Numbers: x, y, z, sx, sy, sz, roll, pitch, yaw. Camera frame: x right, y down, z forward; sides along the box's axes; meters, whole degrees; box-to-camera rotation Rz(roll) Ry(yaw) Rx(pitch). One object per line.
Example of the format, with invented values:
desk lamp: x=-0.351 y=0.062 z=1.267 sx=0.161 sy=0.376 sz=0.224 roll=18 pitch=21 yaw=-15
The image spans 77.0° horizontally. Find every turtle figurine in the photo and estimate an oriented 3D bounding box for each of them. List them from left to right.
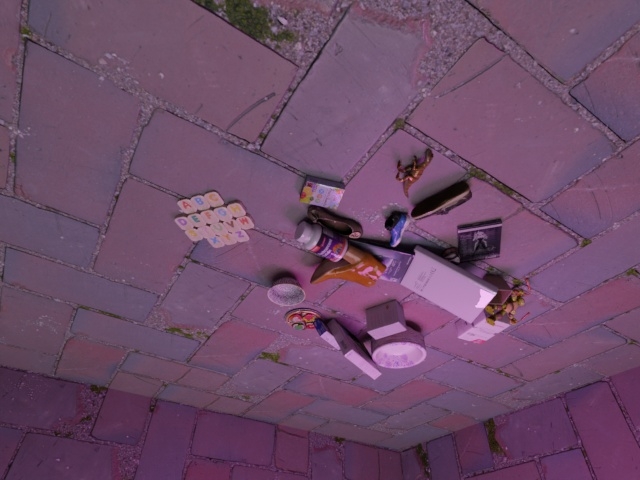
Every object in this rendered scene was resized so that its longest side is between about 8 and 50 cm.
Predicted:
turtle figurine: x=0.875 y=0.299 z=1.881 sx=0.218 sy=0.087 sz=0.269 roll=-19 pitch=127 yaw=-14

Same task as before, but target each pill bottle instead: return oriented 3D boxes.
pill bottle: x=0.000 y=0.000 z=1.564 sx=0.194 sy=0.108 sz=0.108 roll=26 pitch=132 yaw=-25

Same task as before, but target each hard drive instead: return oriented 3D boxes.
hard drive: x=0.518 y=0.185 z=1.682 sx=0.353 sy=0.047 sz=0.233 roll=30 pitch=139 yaw=14

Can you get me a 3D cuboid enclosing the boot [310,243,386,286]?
boot: x=0.114 y=0.146 z=1.686 sx=0.211 sy=0.104 sz=0.295 roll=34 pitch=129 yaw=-20

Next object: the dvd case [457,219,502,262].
dvd case: x=0.643 y=0.008 z=1.631 sx=0.165 sy=0.018 sz=0.221 roll=-10 pitch=137 yaw=13

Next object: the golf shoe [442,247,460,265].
golf shoe: x=0.523 y=0.116 z=1.701 sx=0.068 sy=0.085 sz=0.186 roll=9 pitch=139 yaw=-13

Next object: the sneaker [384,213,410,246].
sneaker: x=0.277 y=-0.042 z=1.549 sx=0.085 sy=0.058 sz=0.152 roll=8 pitch=133 yaw=-16

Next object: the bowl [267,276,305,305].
bowl: x=-0.152 y=0.217 z=1.824 sx=0.170 sy=0.080 sz=0.170 roll=0 pitch=138 yaw=0

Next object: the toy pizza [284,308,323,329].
toy pizza: x=-0.085 y=0.416 z=2.078 sx=0.202 sy=0.032 sz=0.201 roll=0 pitch=138 yaw=0

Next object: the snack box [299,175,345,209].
snack box: x=0.005 y=-0.169 z=1.430 sx=0.141 sy=0.037 sz=0.100 roll=11 pitch=138 yaw=-12

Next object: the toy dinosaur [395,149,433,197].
toy dinosaur: x=0.305 y=-0.212 z=1.361 sx=0.112 sy=0.064 sz=0.211 roll=14 pitch=136 yaw=-16

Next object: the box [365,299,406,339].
box: x=0.319 y=0.389 z=1.970 sx=0.171 sy=0.130 sz=0.091 roll=-23 pitch=132 yaw=25

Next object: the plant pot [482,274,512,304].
plant pot: x=0.769 y=0.213 z=1.796 sx=0.109 sy=0.096 sz=0.109 roll=3 pitch=138 yaw=-3

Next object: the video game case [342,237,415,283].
video game case: x=0.233 y=0.086 z=1.687 sx=0.275 sy=0.026 sz=0.196 roll=13 pitch=137 yaw=-1

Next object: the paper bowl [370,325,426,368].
paper bowl: x=0.409 y=0.551 z=2.134 sx=0.285 sy=0.148 sz=0.284 roll=1 pitch=138 yaw=1

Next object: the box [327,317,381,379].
box: x=0.177 y=0.565 z=2.093 sx=0.058 sy=0.232 sz=0.322 roll=-39 pitch=129 yaw=4

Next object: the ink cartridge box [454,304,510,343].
ink cartridge box: x=0.813 y=0.422 z=2.028 sx=0.159 sy=0.092 sz=0.218 roll=18 pitch=137 yaw=-18

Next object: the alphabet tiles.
alphabet tiles: x=-0.408 y=-0.071 z=1.557 sx=0.284 sy=0.021 sz=0.278 roll=-12 pitch=136 yaw=14

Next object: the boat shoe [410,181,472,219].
boat shoe: x=0.436 y=-0.124 z=1.443 sx=0.224 sy=0.080 sz=0.073 roll=-30 pitch=125 yaw=23

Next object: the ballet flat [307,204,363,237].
ballet flat: x=0.058 y=-0.059 z=1.535 sx=0.250 sy=0.058 sz=0.084 roll=26 pitch=132 yaw=-25

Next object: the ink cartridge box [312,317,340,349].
ink cartridge box: x=0.043 y=0.486 z=2.086 sx=0.046 sy=0.097 sz=0.207 roll=-39 pitch=135 yaw=3
